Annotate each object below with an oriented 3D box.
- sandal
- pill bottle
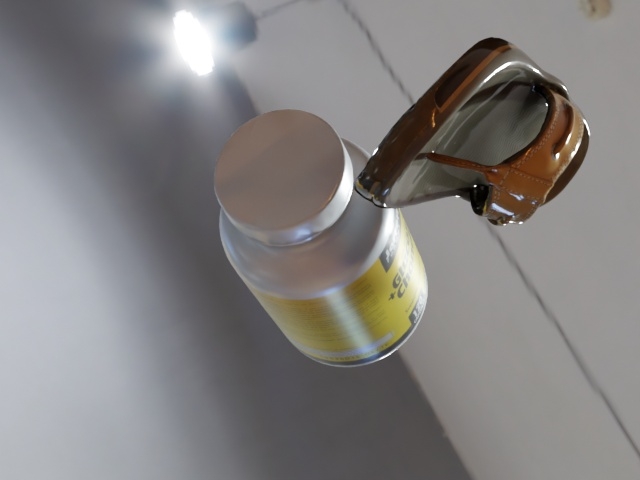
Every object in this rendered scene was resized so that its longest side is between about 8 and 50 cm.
[{"bbox_3d":[0.090,-0.036,0.600,0.060,0.090,0.219,42,13,23],"label":"sandal"},{"bbox_3d":[0.000,0.000,0.760,0.103,0.103,0.184,53,-3,29],"label":"pill bottle"}]
